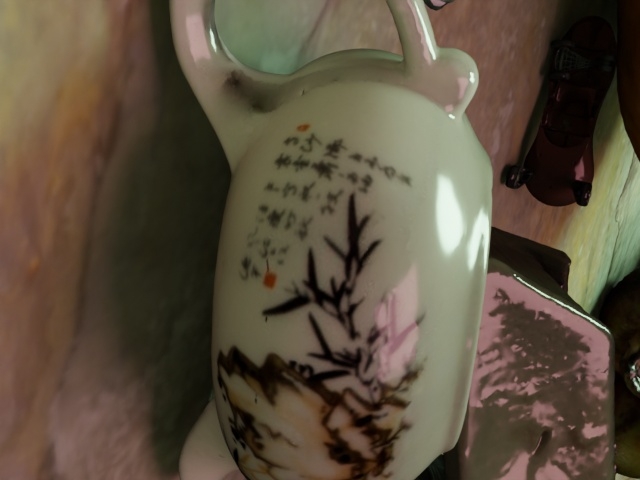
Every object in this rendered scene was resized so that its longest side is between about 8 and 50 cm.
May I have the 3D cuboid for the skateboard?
[{"bbox_3d":[0.204,-0.101,0.787,0.080,0.067,0.151,2,104,-69],"label":"skateboard"}]

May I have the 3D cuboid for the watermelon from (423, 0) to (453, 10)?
[{"bbox_3d":[0.088,-0.210,0.464,0.071,0.139,0.187,-86,171,-49],"label":"watermelon"}]

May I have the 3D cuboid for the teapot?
[{"bbox_3d":[0.000,0.000,0.448,0.208,0.166,0.299,-53,142,-57],"label":"teapot"}]

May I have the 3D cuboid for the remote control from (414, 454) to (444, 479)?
[{"bbox_3d":[0.062,0.168,0.678,0.055,0.109,0.313,-22,149,11],"label":"remote control"}]

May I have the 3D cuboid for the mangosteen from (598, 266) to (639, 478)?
[{"bbox_3d":[0.528,0.152,1.186,0.421,0.381,0.381,-32,137,-27],"label":"mangosteen"}]

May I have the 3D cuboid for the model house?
[{"bbox_3d":[0.129,0.088,0.696,0.188,0.122,0.229,-99,180,-69],"label":"model house"}]

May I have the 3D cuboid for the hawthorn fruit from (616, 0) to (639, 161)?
[{"bbox_3d":[0.434,-0.193,0.752,0.472,0.472,0.471,-37,139,-42],"label":"hawthorn fruit"}]
